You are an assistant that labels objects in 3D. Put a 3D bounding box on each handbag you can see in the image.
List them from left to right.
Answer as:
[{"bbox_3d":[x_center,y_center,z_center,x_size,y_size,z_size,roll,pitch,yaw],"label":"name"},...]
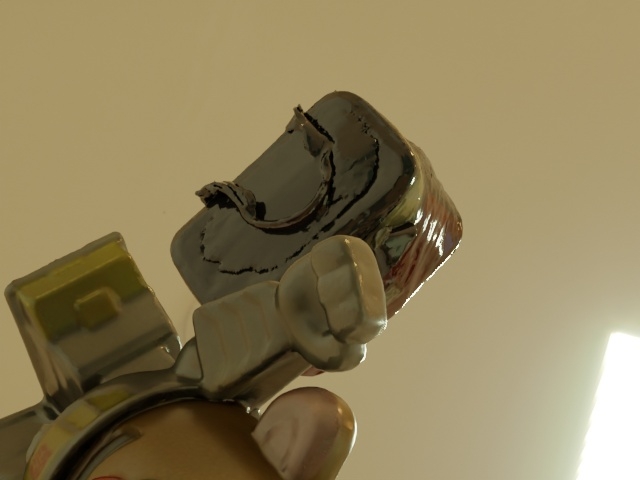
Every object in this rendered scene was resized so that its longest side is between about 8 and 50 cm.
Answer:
[{"bbox_3d":[0.000,0.000,1.330,0.254,0.181,0.181,-42,-122,3],"label":"handbag"}]

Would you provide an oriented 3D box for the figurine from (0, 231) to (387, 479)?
[{"bbox_3d":[-0.085,0.143,0.751,0.167,0.285,0.342,0,-67,-36],"label":"figurine"}]
